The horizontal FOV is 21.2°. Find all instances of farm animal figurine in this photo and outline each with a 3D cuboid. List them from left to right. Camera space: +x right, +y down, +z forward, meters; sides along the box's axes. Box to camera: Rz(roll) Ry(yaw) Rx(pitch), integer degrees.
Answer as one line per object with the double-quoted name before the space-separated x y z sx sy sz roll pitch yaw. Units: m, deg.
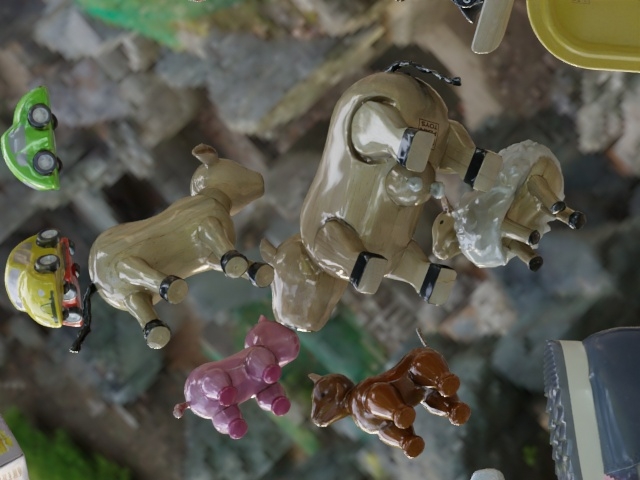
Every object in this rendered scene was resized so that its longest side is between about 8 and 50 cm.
"farm animal figurine" 0.000 0.000 1.328 0.330 0.327 0.172 33 -177 -38

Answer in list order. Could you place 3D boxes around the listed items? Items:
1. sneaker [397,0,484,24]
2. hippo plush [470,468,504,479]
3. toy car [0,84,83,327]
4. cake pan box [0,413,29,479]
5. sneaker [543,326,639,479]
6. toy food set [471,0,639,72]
"sneaker" 0.158 -0.239 1.533 0.235 0.097 0.084 9 -179 21
"hippo plush" 0.147 0.355 1.794 0.234 0.236 0.294 23 167 31
"toy car" -0.262 -0.029 1.579 0.239 0.053 0.225 148 115 -86
"cake pan box" -0.468 0.274 2.311 0.246 0.070 0.267 54 158 30
"sneaker" 0.231 0.210 1.089 0.112 0.131 0.319 175 84 -89
"toy food set" 0.237 -0.214 1.443 0.071 0.218 0.128 -101 17 -68
